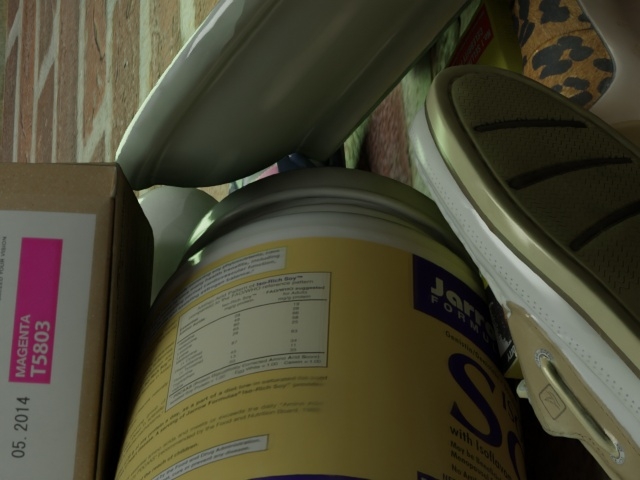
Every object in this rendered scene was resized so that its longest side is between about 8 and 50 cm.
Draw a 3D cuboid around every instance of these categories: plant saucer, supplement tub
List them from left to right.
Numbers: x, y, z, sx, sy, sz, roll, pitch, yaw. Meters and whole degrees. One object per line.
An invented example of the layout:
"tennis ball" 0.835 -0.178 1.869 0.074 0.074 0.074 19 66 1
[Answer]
"supplement tub" 0.001 0.134 0.927 0.331 0.241 0.241 -87 16 -51
"plant saucer" 0.035 -0.159 1.013 0.400 0.100 0.400 -47 1 1

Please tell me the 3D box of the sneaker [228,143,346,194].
"sneaker" 0.000 0.000 1.251 0.131 0.112 0.319 -12 77 54

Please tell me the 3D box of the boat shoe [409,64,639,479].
"boat shoe" 0.132 0.045 0.710 0.302 0.113 0.103 53 138 31

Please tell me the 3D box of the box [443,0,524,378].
"box" 0.128 -0.035 0.943 0.087 0.058 0.232 119 151 -48

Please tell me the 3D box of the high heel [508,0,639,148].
"high heel" 0.134 -0.065 0.880 0.186 0.093 0.261 8 78 68

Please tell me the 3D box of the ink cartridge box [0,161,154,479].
"ink cartridge box" -0.161 0.085 0.979 0.193 0.088 0.235 85 -172 -77

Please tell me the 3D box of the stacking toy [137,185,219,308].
"stacking toy" -0.144 0.196 1.167 0.350 0.350 0.480 -163 79 -70
